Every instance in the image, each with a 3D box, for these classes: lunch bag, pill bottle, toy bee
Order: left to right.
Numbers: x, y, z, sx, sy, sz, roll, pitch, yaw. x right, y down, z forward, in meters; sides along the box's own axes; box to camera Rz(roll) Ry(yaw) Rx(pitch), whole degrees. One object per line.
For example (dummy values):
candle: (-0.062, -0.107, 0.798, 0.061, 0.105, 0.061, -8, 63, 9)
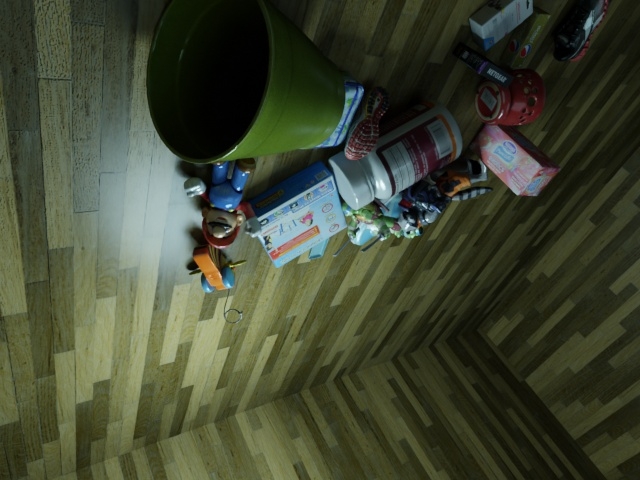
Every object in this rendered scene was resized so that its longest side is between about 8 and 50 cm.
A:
toy bee: (-0.349, 0.115, 1.644, 0.195, 0.162, 0.298, 5, 124, -2)
lunch bag: (0.019, -0.371, 1.376, 0.176, 0.090, 0.219, -9, 140, -37)
pill bottle: (0.236, -0.272, 1.562, 0.392, 0.224, 0.224, -29, 146, -7)

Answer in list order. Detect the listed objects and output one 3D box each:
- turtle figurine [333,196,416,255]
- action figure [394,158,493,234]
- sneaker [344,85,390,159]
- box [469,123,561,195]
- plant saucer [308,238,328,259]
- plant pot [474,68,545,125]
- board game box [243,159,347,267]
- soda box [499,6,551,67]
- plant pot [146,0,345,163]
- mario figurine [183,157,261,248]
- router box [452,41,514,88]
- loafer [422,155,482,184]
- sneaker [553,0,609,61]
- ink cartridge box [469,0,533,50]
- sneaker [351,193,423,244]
turtle figurine: (0.188, -0.025, 1.698, 0.266, 0.275, 0.198, 8, 148, -24)
action figure: (0.398, -0.130, 1.576, 0.330, 0.341, 0.178, -35, 111, 8)
sneaker: (0.132, -0.345, 1.441, 0.088, 0.092, 0.225, 24, 91, -26)
box: (0.747, -0.322, 1.870, 0.154, 0.300, 0.142, -3, 137, -37)
plant saucer: (0.000, 0.000, 1.888, 0.067, 0.018, 0.192, -12, 140, -30)
plant pot: (0.649, -0.492, 1.681, 0.174, 0.191, 0.191, -14, 142, -17)
board game box: (-0.079, -0.081, 1.655, 0.308, 0.086, 0.302, -30, 147, -6)
soda box: (0.674, -0.669, 1.591, 0.061, 0.058, 0.181, -12, 140, -30)
plant pot: (-0.132, -0.343, 1.089, 0.353, 0.366, 0.366, -4, 138, -55)
mario figurine: (-0.272, -0.096, 1.379, 0.170, 0.198, 0.321, -33, 149, -45)
router box: (0.518, -0.556, 1.532, 0.179, 0.133, 0.046, 4, 130, -43)
loafer: (0.491, -0.283, 1.825, 0.366, 0.134, 0.130, -12, -175, -43)
sneaker: (0.884, -0.735, 1.653, 0.135, 0.098, 0.276, -24, 147, -19)
ink cartridge box: (0.550, -0.683, 1.463, 0.181, 0.062, 0.104, -37, 147, 5)
sneaker: (0.275, -0.052, 1.878, 0.319, 0.208, 0.127, -46, 155, 17)
